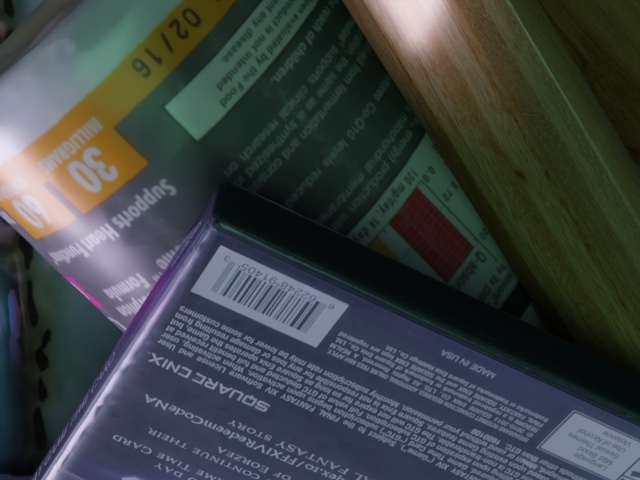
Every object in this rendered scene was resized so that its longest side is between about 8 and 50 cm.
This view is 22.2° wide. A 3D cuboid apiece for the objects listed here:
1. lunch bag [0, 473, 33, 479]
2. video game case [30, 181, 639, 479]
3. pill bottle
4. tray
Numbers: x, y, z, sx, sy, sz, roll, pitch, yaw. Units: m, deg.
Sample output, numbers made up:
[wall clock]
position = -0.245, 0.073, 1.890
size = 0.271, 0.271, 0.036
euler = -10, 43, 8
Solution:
[lunch bag]
position = -0.162, 0.196, 0.754
size = 0.219, 0.090, 0.176
euler = 2, 109, -3
[video game case]
position = -0.009, 0.112, 0.617
size = 0.196, 0.026, 0.274
euler = 25, 131, -13
[pill bottle]
position = 0.000, 0.000, 0.649
size = 0.162, 0.162, 0.278
euler = -41, 106, 12
[tray]
position = 0.169, -0.013, 0.635
size = 0.076, 0.203, 0.411
euler = -13, 117, 49
